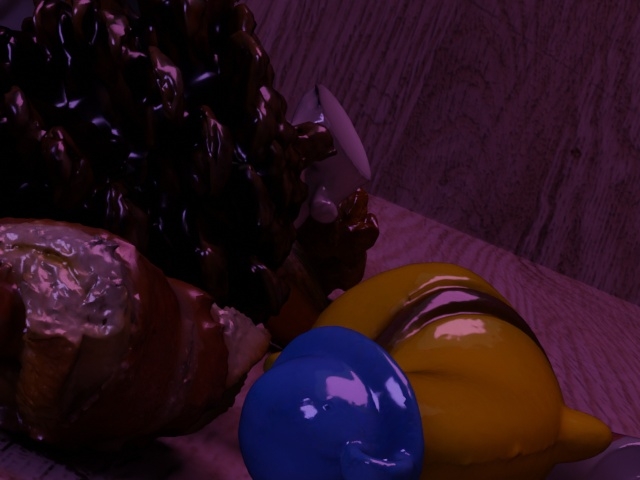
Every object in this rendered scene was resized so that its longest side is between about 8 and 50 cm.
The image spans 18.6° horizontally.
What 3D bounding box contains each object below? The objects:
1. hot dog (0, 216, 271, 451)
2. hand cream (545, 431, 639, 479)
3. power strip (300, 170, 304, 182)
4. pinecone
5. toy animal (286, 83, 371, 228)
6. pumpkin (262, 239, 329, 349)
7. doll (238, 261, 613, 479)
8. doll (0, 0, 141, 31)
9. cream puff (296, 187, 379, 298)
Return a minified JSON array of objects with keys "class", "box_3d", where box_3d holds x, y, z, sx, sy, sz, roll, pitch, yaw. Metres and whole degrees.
[{"class":"hot dog","box_3d":[-0.119,0.056,0.964,0.146,0.103,0.213,1,-18,33]},{"class":"hand cream","box_3d":[0.175,0.151,1.342,0.124,0.078,0.341,20,2,-13]},{"class":"power strip","box_3d":[-0.094,-0.049,1.662,0.154,0.154,0.078,25,19,22]},{"class":"pinecone","box_3d":[-0.121,-0.033,1.152,0.257,0.243,0.243,-18,-7,17]},{"class":"toy animal","box_3d":[-0.073,-0.049,1.742,0.104,0.221,0.131,57,14,-44]},{"class":"pumpkin","box_3d":[-0.154,-0.021,1.488,0.290,0.095,0.258,15,13,-30]},{"class":"doll","box_3d":[0.061,0.091,1.078,0.199,0.145,0.363,9,7,11]},{"class":"doll","box_3d":[-0.183,-0.182,1.283,0.376,0.365,0.187,-4,46,-36]},{"class":"cream puff","box_3d":[0.000,0.000,1.813,0.116,0.122,0.094,54,0,-18]}]
